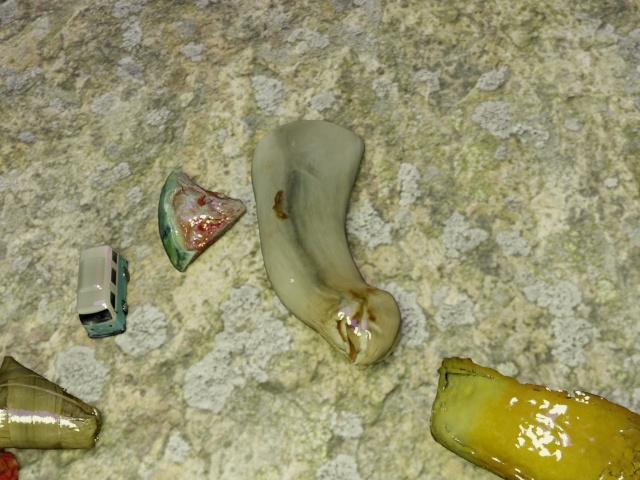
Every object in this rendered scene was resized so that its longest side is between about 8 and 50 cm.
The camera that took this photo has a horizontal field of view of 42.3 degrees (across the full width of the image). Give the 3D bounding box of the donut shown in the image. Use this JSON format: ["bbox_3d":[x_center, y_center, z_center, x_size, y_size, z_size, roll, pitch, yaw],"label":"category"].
[{"bbox_3d":[0.234,0.220,0.867,0.272,0.272,0.107,20,75,24],"label":"donut"}]

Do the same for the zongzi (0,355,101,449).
[{"bbox_3d":[-0.371,0.215,1.128,0.160,0.078,0.176,9,22,-9],"label":"zongzi"}]

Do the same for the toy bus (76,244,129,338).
[{"bbox_3d":[-0.315,0.071,1.189,0.060,0.075,0.123,-11,56,6],"label":"toy bus"}]

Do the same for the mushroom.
[{"bbox_3d":[0.000,0.001,1.135,0.177,0.126,0.397,-7,53,-1],"label":"mushroom"}]

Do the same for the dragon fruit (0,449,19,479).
[{"bbox_3d":[-0.514,0.369,1.005,0.240,0.302,0.330,-21,31,38],"label":"dragon fruit"}]

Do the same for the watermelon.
[{"bbox_3d":[-0.184,-0.050,1.244,0.139,0.071,0.187,-13,56,0],"label":"watermelon"}]
